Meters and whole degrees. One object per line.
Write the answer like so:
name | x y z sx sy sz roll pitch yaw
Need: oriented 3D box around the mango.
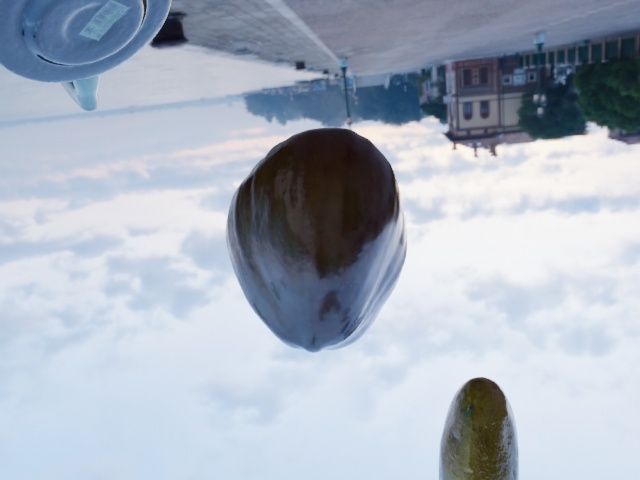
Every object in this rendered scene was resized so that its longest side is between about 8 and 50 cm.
mango | 0.226 0.299 0.785 0.110 0.227 0.147 8 -156 39

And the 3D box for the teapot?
teapot | -0.342 -0.356 0.752 0.240 0.239 0.321 -32 170 1

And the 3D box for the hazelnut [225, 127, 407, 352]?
hazelnut | -0.010 0.001 0.548 0.186 0.210 0.210 36 -147 19
